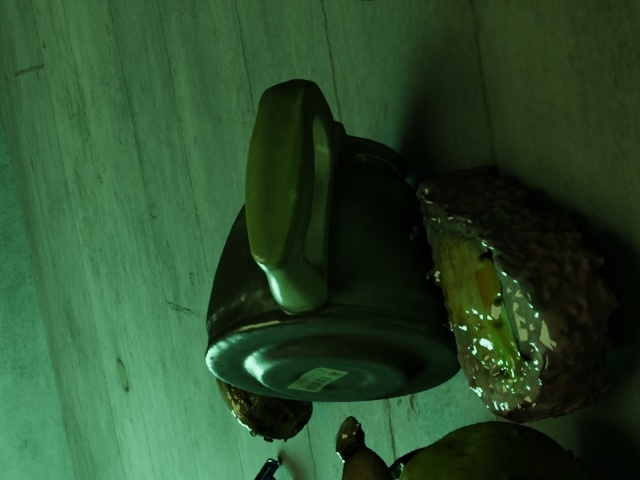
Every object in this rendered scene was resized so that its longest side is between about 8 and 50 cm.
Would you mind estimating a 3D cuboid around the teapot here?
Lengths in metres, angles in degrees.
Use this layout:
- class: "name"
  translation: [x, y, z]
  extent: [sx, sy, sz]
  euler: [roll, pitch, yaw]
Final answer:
- class: "teapot"
  translation: [-0.015, 0.008, 1.042]
  extent: [0.239, 0.321, 0.239]
  euler: [-20, 59, 37]

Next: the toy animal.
- class: "toy animal"
  translation: [0.036, 0.282, 1.121]
  extent: [0.179, 0.089, 0.188]
  euler: [-109, 24, -52]

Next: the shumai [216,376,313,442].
- class: "shumai"
  translation: [-0.056, 0.173, 1.412]
  extent: [0.116, 0.145, 0.145]
  euler: [-48, 51, 15]

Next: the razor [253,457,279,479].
- class: "razor"
  translation: [-0.003, 0.357, 1.456]
  extent: [0.056, 0.093, 0.324]
  euler: [42, 160, -23]

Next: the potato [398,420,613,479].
- class: "potato"
  translation: [0.167, 0.247, 0.858]
  extent: [0.248, 0.169, 0.143]
  euler: [52, 180, 27]

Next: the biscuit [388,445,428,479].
- class: "biscuit"
  translation: [0.169, 0.394, 1.080]
  extent: [0.407, 0.091, 0.407]
  euler: [31, 126, 56]

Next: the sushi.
- class: "sushi"
  translation: [0.155, 0.048, 0.919]
  extent: [0.241, 0.107, 0.161]
  euler: [-134, 38, -58]
